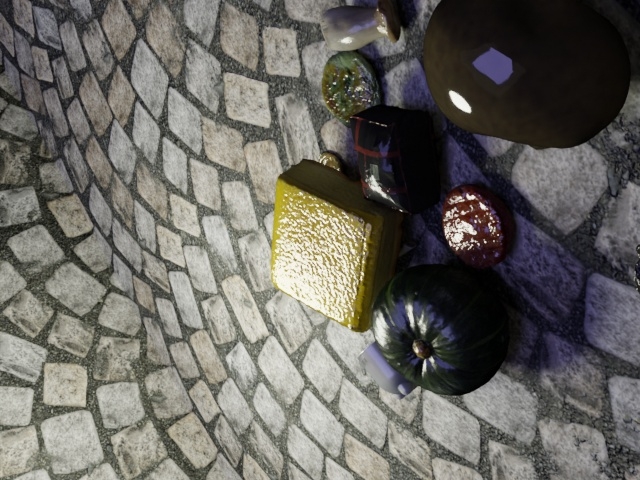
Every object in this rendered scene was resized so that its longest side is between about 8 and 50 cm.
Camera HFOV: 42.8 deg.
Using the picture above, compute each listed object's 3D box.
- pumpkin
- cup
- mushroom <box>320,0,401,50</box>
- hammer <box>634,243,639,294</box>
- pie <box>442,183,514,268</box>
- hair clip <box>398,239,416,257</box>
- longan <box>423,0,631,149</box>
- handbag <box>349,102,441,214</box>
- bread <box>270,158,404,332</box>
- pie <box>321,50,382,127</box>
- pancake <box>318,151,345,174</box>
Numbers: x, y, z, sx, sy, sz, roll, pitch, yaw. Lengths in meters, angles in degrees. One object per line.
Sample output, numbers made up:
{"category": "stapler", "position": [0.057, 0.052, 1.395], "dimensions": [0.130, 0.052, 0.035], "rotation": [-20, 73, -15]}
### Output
{"category": "pumpkin", "position": [0.256, 0.182, 1.744], "dimensions": [0.300, 0.207, 0.300], "rotation": [22, 134, 24]}
{"category": "cup", "position": [0.180, 0.291, 1.927], "dimensions": [0.142, 0.134, 0.173], "rotation": [52, 175, 11]}
{"category": "mushroom", "position": [0.081, -0.452, 1.721], "dimensions": [0.212, 0.088, 0.097], "rotation": [-1, 76, 49]}
{"category": "hammer", "position": [0.641, 0.076, 1.311], "dimensions": [0.297, 0.027, 0.125], "rotation": [9, 115, 51]}
{"category": "pie", "position": [0.319, -0.029, 1.675], "dimensions": [0.182, 0.049, 0.182], "rotation": [30, 130, 43]}
{"category": "hair clip", "position": [0.150, 0.022, 1.953], "dimensions": [0.226, 0.034, 0.072], "rotation": [9, 120, 50]}
{"category": "longan", "position": [0.322, -0.286, 1.320], "dimensions": [0.350, 0.288, 0.288], "rotation": [31, 133, 30]}
{"category": "handbag", "position": [0.154, -0.174, 1.721], "dimensions": [0.169, 0.155, 0.215], "rotation": [23, 130, 55]}
{"category": "bread", "position": [0.030, 0.015, 1.928], "dimensions": [0.323, 0.143, 0.333], "rotation": [28, 127, 31]}
{"category": "pie", "position": [0.067, -0.339, 1.846], "dimensions": [0.187, 0.041, 0.187], "rotation": [30, 131, 42]}
{"category": "pancake", "position": [0.026, -0.167, 2.032], "dimensions": [0.115, 0.011, 0.115], "rotation": [29, 129, 43]}
